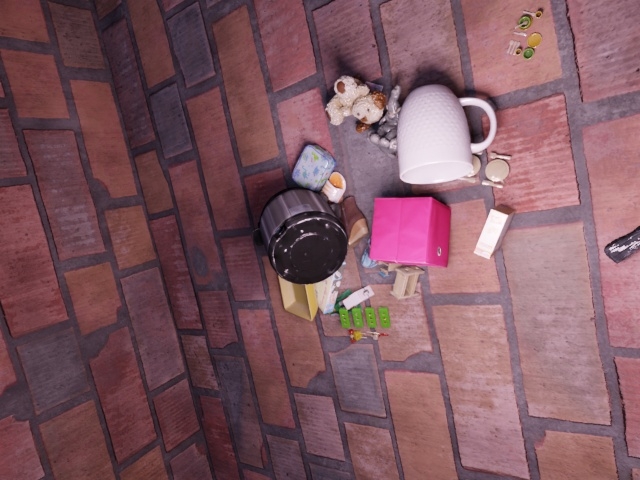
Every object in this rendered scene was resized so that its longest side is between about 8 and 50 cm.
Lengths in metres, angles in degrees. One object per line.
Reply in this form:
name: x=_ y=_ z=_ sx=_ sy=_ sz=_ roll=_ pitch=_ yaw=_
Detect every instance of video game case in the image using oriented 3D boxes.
video game case: x=0.225 y=-0.641 z=1.933 sx=0.087 sy=0.011 sz=0.122 roll=27 pitch=117 yaw=26

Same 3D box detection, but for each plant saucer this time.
plant saucer: x=-0.119 y=0.235 z=2.307 sx=0.333 sy=0.081 sz=0.332 roll=5 pitch=107 yaw=60

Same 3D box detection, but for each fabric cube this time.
fabric cube: x=0.381 y=-0.030 z=1.797 sx=0.259 sy=0.254 sz=0.258 roll=3 pitch=84 yaw=35

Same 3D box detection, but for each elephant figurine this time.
elephant figurine: x=0.317 y=-0.500 z=1.828 sx=0.169 sy=0.186 sz=0.239 roll=25 pitch=91 yaw=-10

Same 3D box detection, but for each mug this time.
mug: x=0.480 y=-0.422 z=1.660 sx=0.374 sy=0.276 sz=0.328 roll=-7 pitch=80 yaw=21

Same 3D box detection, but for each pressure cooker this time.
pressure cooker: x=-0.087 y=-0.047 z=1.986 sx=0.375 sy=0.370 sz=0.420 roll=-59 pitch=29 yaw=18

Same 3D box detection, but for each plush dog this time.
plush dog: x=0.175 y=-0.604 z=1.887 sx=0.225 sy=0.210 sz=0.262 roll=41 pitch=151 yaw=4

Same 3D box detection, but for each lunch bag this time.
lunch bag: x=-0.036 y=-0.357 z=2.141 sx=0.176 sy=0.090 sz=0.219 roll=40 pitch=122 yaw=19

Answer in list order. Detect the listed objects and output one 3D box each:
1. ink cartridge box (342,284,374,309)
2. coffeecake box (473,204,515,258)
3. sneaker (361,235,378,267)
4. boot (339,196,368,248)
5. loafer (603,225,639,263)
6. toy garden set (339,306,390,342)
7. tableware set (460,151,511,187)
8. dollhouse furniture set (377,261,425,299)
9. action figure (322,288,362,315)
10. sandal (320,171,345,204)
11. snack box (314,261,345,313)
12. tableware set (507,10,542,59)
ink cartridge box: x=0.188 y=0.281 z=2.125 sx=0.099 sy=0.135 sz=0.056 roll=-39 pitch=76 yaw=35
coffeecake box: x=0.684 y=-0.036 z=1.689 sx=0.068 sy=0.142 sz=0.185 roll=26 pitch=116 yaw=28
sneaker: x=0.249 y=0.025 z=2.018 sx=0.104 sy=0.125 sz=0.262 roll=45 pitch=122 yaw=29
boot: x=0.125 y=-0.073 z=2.128 sx=0.248 sy=0.090 sz=0.207 roll=-39 pitch=65 yaw=40
loafer: x=1.088 y=-0.001 z=1.462 sx=0.078 sy=0.076 sz=0.223 roll=51 pitch=129 yaw=7
toy garden set: x=0.232 y=0.419 z=2.167 sx=0.244 sy=0.049 sz=0.203 roll=-4 pitch=115 yaw=19
tableware set: x=0.648 y=-0.287 z=1.715 sx=0.194 sy=0.039 sz=0.128 roll=17 pitch=100 yaw=24
dollhouse furniture set: x=0.365 y=0.166 z=1.997 sx=0.184 sy=0.129 sz=0.129 roll=37 pitch=124 yaw=50
action figure: x=0.096 y=0.349 z=2.257 sx=0.232 sy=0.063 sz=0.137 roll=-28 pitch=89 yaw=40
sandal: x=0.041 y=-0.210 z=2.135 sx=0.102 sy=0.076 sz=0.265 roll=35 pitch=119 yaw=23
snack box: x=0.025 y=0.193 z=2.201 sx=0.187 sy=0.060 sz=0.322 roll=48 pitch=135 yaw=42
tableware set: x=0.741 y=-0.736 z=1.539 sx=0.104 sy=0.024 sz=0.154 roll=29 pitch=117 yaw=26
